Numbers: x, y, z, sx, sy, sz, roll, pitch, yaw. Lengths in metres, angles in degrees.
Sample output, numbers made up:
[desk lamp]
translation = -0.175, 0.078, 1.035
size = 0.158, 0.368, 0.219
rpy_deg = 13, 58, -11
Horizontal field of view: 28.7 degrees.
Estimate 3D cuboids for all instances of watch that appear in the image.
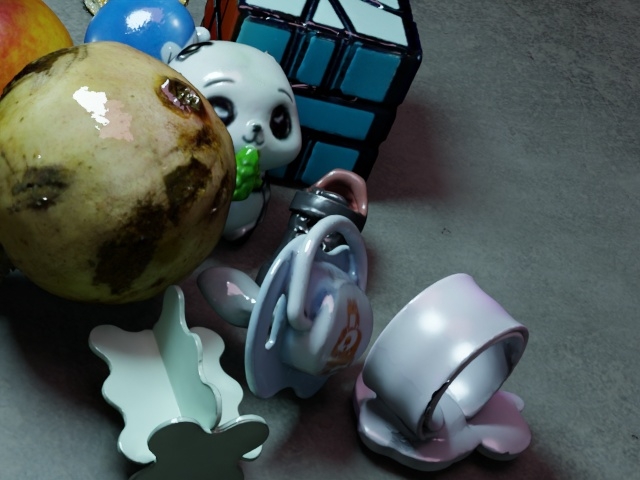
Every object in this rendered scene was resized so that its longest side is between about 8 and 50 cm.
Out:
[watch]
translation = 0.170, 0.156, 1.521
size = 0.248, 0.218, 0.211
rpy_deg = -19, 53, -41

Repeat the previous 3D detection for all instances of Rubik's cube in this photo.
[Rubik's cube]
translation = -0.036, -0.275, 1.893
size = 0.288, 0.283, 0.294
rpy_deg = 14, 41, -15

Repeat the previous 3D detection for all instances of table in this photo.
[table]
translation = -0.161, 0.166, 1.375
size = 0.166, 0.167, 0.198
rpy_deg = 1, 42, -27

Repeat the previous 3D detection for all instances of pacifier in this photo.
[pacifier]
translation = -0.050, 0.071, 1.502
size = 0.207, 0.228, 0.279
rpy_deg = 12, -2, 24

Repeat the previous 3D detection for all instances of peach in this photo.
[peach]
translation = -0.481, -0.240, 1.703
size = 0.248, 0.245, 0.275
rpy_deg = 9, 40, 28

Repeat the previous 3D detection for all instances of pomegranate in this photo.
[pomegranate]
translation = -0.245, -0.078, 1.446
size = 0.322, 0.322, 0.322
rpy_deg = 15, 37, -11

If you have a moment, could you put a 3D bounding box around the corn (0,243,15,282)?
[corn]
translation = -0.501, -0.011, 1.461
size = 0.321, 0.119, 0.119
rpy_deg = 7, 39, -16

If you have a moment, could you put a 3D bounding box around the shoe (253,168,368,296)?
[shoe]
translation = 0.000, 0.000, 1.692
size = 0.114, 0.137, 0.291
rpy_deg = 25, 39, 3

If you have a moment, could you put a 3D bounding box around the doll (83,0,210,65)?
[doll]
translation = -0.261, -0.264, 1.806
size = 0.215, 0.257, 0.161
rpy_deg = -28, 91, -7

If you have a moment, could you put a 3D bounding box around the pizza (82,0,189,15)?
[pizza]
translation = -0.309, -0.381, 2.069
size = 0.182, 0.062, 0.161
rpy_deg = 15, 43, -13

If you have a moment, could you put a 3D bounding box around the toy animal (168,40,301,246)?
[toy animal]
translation = -0.137, -0.130, 1.680
size = 0.212, 0.267, 0.213
rpy_deg = 18, 39, -15
